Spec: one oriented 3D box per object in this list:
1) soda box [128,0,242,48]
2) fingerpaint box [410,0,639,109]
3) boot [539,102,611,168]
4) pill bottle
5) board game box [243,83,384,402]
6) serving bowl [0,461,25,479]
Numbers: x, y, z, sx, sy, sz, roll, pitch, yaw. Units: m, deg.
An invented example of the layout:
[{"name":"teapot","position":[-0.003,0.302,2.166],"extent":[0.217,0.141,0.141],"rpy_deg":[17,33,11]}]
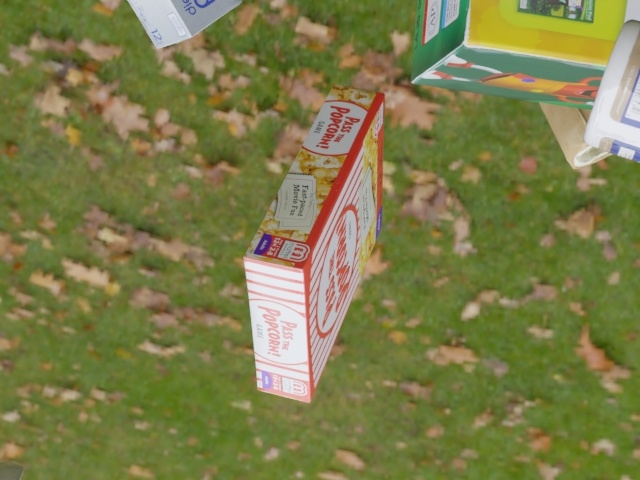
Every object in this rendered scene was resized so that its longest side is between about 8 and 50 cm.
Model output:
[{"name":"soda box","position":[-0.220,-0.387,1.432],"extent":[0.091,0.098,0.286],"rpy_deg":[-4,121,53]},{"name":"fingerpaint box","position":[0.292,-0.342,1.036],"extent":[0.371,0.444,0.163],"rpy_deg":[6,174,-12]},{"name":"boot","position":[0.289,-0.207,1.556],"extent":[0.089,0.269,0.236],"rpy_deg":[11,137,-45]},{"name":"pill bottle","position":[0.196,-0.060,0.570],"extent":[0.120,0.067,0.067],"rpy_deg":[20,151,12]},{"name":"board game box","position":[0.000,0.000,0.874],"extent":[0.045,0.193,0.146],"rpy_deg":[13,138,14]},{"name":"serving bowl","position":[-0.194,0.157,0.642],"extent":[0.027,0.083,0.083],"rpy_deg":[28,147,-9]}]
